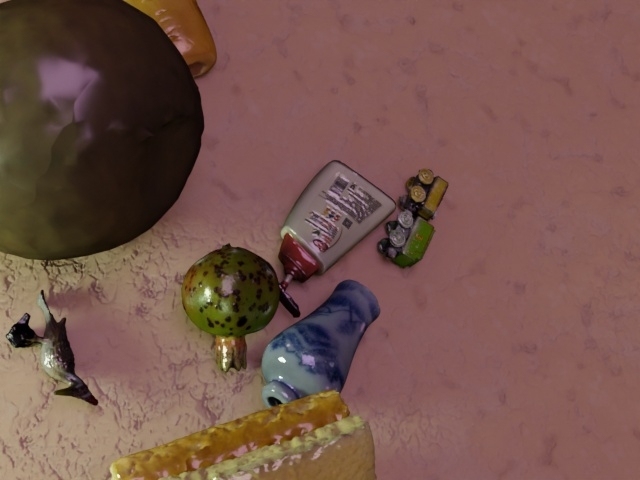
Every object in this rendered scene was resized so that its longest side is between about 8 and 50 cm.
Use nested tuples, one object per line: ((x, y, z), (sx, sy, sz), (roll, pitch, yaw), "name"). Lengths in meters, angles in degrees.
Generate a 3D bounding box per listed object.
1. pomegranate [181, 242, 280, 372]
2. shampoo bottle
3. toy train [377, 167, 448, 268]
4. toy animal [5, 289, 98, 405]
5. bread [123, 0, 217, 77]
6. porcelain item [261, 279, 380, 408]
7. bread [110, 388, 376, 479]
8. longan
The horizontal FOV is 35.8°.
((-0.144, 0.107, 1.589), (0.159, 0.159, 0.205), (-1, 94, -19), "pomegranate")
((0.000, 0.000, 1.721), (0.153, 0.071, 0.284), (38, 64, -3), "shampoo bottle")
((0.174, -0.042, 1.803), (0.081, 0.060, 0.202), (33, 62, -11), "toy train")
((-0.404, 0.173, 1.514), (0.202, 0.070, 0.105), (50, 43, 10), "toy animal")
((-0.288, -0.431, 1.793), (0.142, 0.091, 0.305), (-19, 75, -19), "bread")
((-0.001, 0.178, 1.615), (0.141, 0.141, 0.259), (41, 52, 1), "porcelain item")
((-0.110, 0.381, 1.446), (0.375, 0.236, 0.165), (-13, 31, -25), "bread")
((-0.378, -0.172, 1.480), (0.436, 0.404, 0.404), (-22, 77, -27), "longan")
